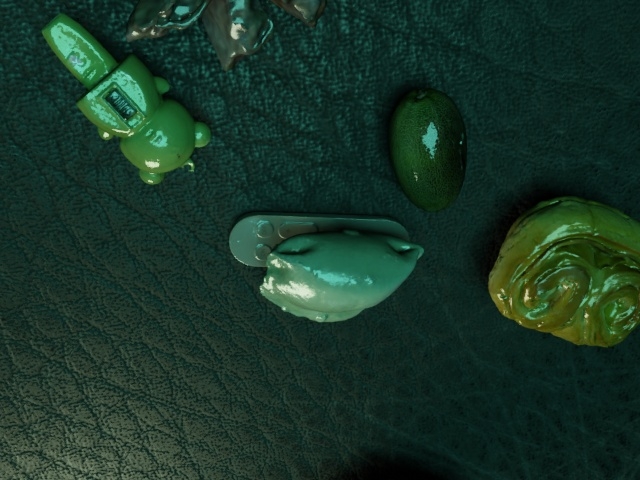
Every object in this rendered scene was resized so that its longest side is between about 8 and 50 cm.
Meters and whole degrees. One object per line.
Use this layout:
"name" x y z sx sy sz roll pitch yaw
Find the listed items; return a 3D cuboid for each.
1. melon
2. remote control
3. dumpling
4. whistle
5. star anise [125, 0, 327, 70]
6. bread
"melon" 0.136 -0.111 0.876 0.099 0.099 0.162 -14 120 -3
"remote control" 0.000 0.000 0.943 0.245 0.022 0.077 2 114 -9
"dumpling" 0.026 0.043 0.911 0.217 0.149 0.104 -6 75 -13
"whistle" -0.226 -0.162 0.808 0.105 0.085 0.227 -39 114 8
"star anise" -0.092 -0.327 0.714 0.332 0.117 0.331 -17 130 -21
"bread" 0.351 0.041 0.959 0.236 0.120 0.198 20 109 -16
